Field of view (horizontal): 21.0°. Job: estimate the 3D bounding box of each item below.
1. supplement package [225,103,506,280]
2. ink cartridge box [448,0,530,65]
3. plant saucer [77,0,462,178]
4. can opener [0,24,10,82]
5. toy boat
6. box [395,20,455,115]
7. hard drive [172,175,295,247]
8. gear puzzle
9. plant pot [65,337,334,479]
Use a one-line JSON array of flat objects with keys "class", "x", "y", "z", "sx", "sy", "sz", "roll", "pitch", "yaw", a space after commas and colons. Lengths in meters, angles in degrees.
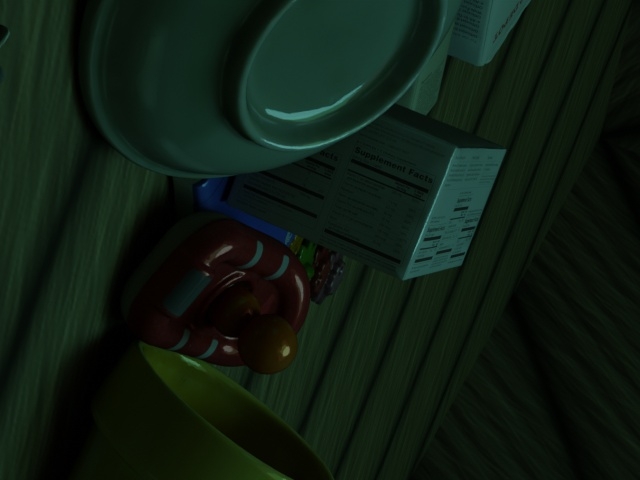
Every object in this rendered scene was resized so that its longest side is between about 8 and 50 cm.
[{"class": "supplement package", "x": 0.054, "y": -0.069, "z": 1.800, "sx": 0.145, "sy": 0.204, "sz": 0.262, "roll": -69, "pitch": 165, "yaw": 8}, {"class": "ink cartridge box", "x": 0.210, "y": -0.409, "z": 2.145, "sx": 0.223, "sy": 0.129, "sz": 0.307, "roll": -55, "pitch": 161, "yaw": -39}, {"class": "plant saucer", "x": -0.005, "y": -0.185, "z": 1.440, "sx": 0.400, "sy": 0.100, "sz": 0.400, "roll": -27, "pitch": 146, "yaw": -20}, {"class": "can opener", "x": -0.296, "y": -0.056, "z": 1.071, "sx": 0.095, "sy": 0.076, "sz": 0.283, "roll": 56, "pitch": 53, "yaw": -34}, {"class": "toy boat", "x": -0.080, "y": 0.074, "z": 1.713, "sx": 0.151, "sy": 0.151, "sz": 0.231, "roll": -49, "pitch": 154, "yaw": 8}, {"class": "box", "x": 0.105, "y": -0.267, "z": 2.060, "sx": 0.113, "sy": 0.094, "sz": 0.275, "roll": -50, "pitch": 157, "yaw": -49}, {"class": "hard drive", "x": -0.083, "y": -0.043, "z": 1.842, "sx": 0.210, "sy": 0.040, "sz": 0.319, "roll": -58, "pitch": 163, "yaw": -30}, {"class": "gear puzzle", "x": 0.000, "y": 0.000, "z": 2.187, "sx": 0.175, "sy": 0.044, "sz": 0.339, "roll": -68, "pitch": 165, "yaw": 3}, {"class": "plant pot", "x": -0.153, "y": 0.261, "z": 1.711, "sx": 0.239, "sy": 0.254, "sz": 0.254, "roll": -52, "pitch": 166, "yaw": 6}]
